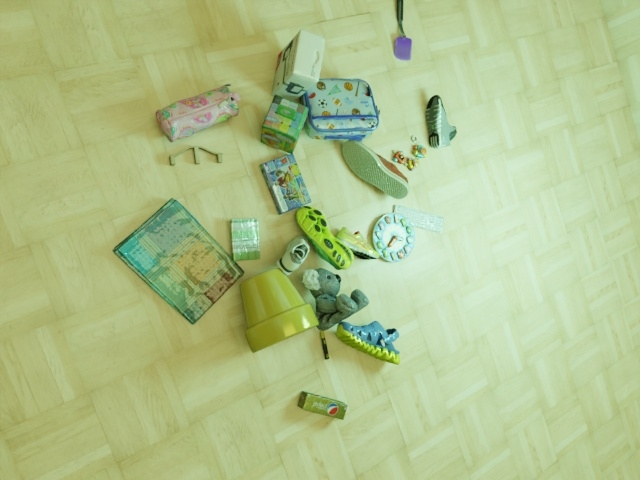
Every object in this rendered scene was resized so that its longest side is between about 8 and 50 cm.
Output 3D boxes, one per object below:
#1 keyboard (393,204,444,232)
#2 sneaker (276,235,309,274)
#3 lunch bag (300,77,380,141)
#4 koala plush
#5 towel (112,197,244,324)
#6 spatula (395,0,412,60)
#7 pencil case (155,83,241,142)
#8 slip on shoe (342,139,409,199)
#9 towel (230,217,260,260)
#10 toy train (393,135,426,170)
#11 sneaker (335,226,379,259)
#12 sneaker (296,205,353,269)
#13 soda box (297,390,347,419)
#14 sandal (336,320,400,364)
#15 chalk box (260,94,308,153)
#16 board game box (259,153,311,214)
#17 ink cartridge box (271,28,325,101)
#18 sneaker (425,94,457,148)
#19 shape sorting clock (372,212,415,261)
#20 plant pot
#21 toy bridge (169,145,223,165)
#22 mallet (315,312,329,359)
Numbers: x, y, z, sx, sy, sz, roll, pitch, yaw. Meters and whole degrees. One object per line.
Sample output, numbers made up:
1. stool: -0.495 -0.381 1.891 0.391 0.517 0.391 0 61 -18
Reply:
1. keyboard: 0.423 -0.092 2.143 0.256 0.014 0.072 12 82 -23
2. sneaker: -0.075 0.039 1.810 0.090 0.095 0.235 41 29 -9
3. lunch bag: 0.080 -0.501 1.928 0.303 0.115 0.243 -6 75 -18
4. koala plush: 0.025 0.198 1.837 0.221 0.203 0.196 58 21 12
5. towel: -0.474 0.072 1.711 0.271 0.040 0.370 -47 106 -19
6. spatula: 0.350 -0.927 2.147 0.084 0.030 0.296 -4 89 -22
7. pencil case: -0.418 -0.442 1.721 0.284 0.124 0.124 -28 99 -22
8. slip on shoe: 0.226 -0.296 2.025 0.331 0.123 0.101 35 38 -12
9. towel: -0.275 -0.004 1.807 0.113 0.023 0.152 -3 91 -36
10. toy train: 0.390 -0.371 2.126 0.166 0.046 0.125 -46 106 -19
11. sneaker: 0.155 0.011 1.980 0.208 0.081 0.094 26 70 -23
12. sneaker: 0.000 0.000 1.893 0.109 0.123 0.295 -33 82 -30
13. soda box: 0.008 0.626 1.889 0.181 0.058 0.061 22 78 -22
14. sandal: 0.197 0.377 1.963 0.317 0.126 0.138 29 72 -29
15. chalk box: -0.130 -0.420 1.785 0.132 0.213 0.132 22 79 -4
16. board game box: -0.131 -0.214 1.885 0.136 0.035 0.201 -24 97 -24
17. ink cartridge box: -0.085 -0.632 1.818 0.100 0.237 0.172 12 82 -24
18. sneaker: 0.539 -0.521 2.191 0.132 0.086 0.228 -8 101 -30
19. shape sorting clock: 0.307 -0.012 2.066 0.206 0.040 0.206 -1 91 -26
20. plant pot: -0.164 0.234 1.744 0.254 0.254 0.239 -18 79 -24
21. toy bridge: -0.436 -0.300 1.755 0.188 0.026 0.063 -8 89 -25
22. mallet: 0.017 0.364 1.924 0.062 0.039 0.189 -22 101 -27
